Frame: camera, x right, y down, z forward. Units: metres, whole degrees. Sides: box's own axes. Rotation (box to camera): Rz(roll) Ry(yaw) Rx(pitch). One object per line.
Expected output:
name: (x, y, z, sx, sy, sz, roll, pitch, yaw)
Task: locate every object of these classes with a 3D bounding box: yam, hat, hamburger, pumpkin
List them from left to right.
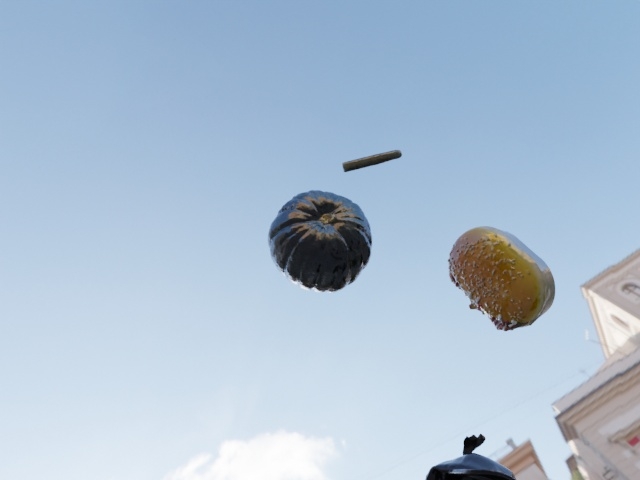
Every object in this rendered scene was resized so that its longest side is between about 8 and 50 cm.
pumpkin: (0.000, 0.000, 0.980, 0.221, 0.220, 0.161, -3, -38, -16)
yam: (0.096, -0.149, 0.883, 0.116, 0.021, 0.021, -15, -64, -6)
hat: (0.433, 0.618, 1.188, 0.209, 0.238, 0.336, -22, -23, -36)
hamburger: (0.473, 0.096, 1.263, 0.152, 0.295, 0.227, -8, -48, -25)
